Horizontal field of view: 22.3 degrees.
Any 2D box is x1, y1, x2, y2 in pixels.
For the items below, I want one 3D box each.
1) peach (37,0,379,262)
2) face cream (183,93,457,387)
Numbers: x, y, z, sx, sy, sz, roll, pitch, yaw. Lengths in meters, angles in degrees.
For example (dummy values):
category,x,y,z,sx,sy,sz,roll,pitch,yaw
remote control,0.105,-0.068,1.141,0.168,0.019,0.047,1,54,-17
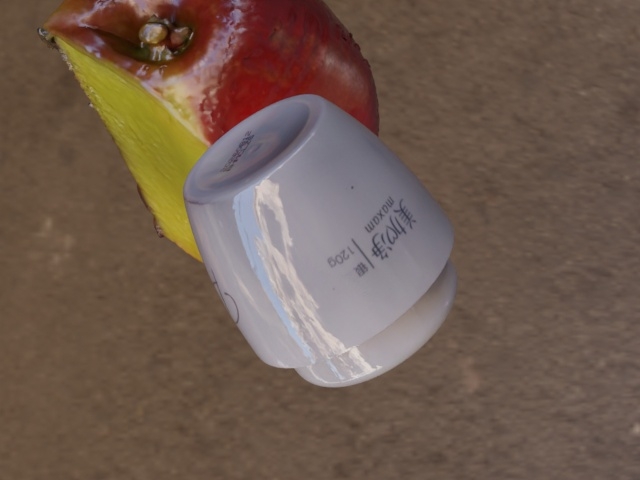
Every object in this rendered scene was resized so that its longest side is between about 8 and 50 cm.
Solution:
category,x,y,z,sx,sy,sz,roll,pitch,yaw
peach,-0.039,-0.073,1.036,0.159,0.267,0.154,-44,53,-18
face cream,0.000,0.000,0.616,0.091,0.091,0.095,-15,121,37
